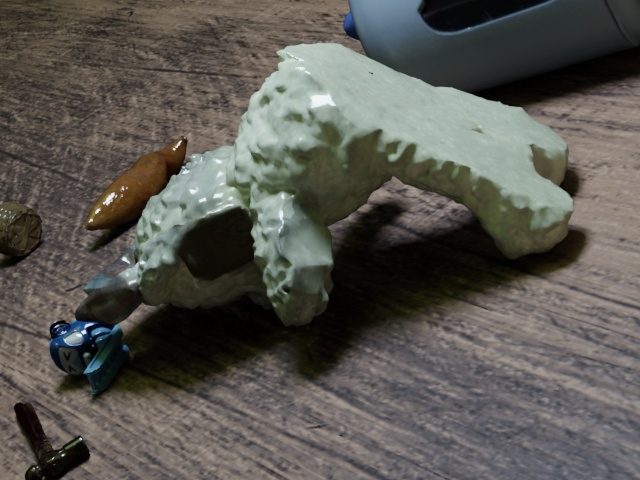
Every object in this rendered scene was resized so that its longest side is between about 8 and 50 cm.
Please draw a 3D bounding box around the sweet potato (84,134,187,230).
[{"bbox_3d":[-0.218,-0.064,2.189,0.202,0.058,0.055,-47,-12,-49],"label":"sweet potato"}]

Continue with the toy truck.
[{"bbox_3d":[-0.228,0.114,1.819,0.073,0.056,0.090,-25,35,-15],"label":"toy truck"}]

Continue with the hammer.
[{"bbox_3d":[-0.268,0.187,1.745,0.065,0.021,0.178,-29,21,-10],"label":"hammer"}]

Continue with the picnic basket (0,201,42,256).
[{"bbox_3d":[-0.388,-0.016,2.228,0.083,0.072,0.072,11,41,35],"label":"picnic basket"}]

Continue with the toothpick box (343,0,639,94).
[{"bbox_3d":[0.190,-0.282,2.038,0.355,0.263,0.263,-15,25,24],"label":"toothpick box"}]

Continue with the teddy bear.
[{"bbox_3d":[0.000,0.000,1.770,0.327,0.375,0.362,-79,16,-62],"label":"teddy bear"}]
